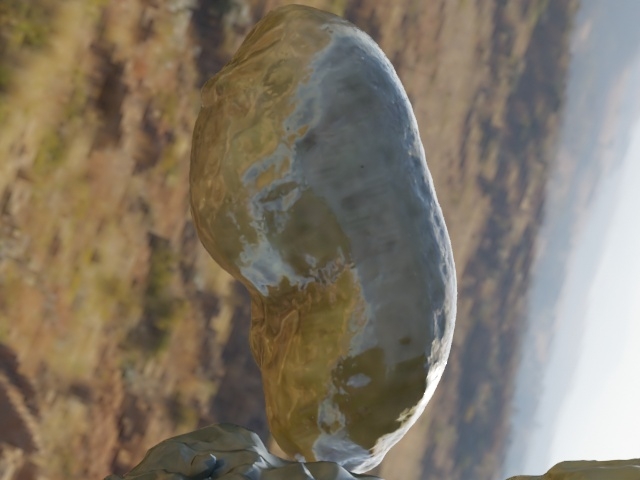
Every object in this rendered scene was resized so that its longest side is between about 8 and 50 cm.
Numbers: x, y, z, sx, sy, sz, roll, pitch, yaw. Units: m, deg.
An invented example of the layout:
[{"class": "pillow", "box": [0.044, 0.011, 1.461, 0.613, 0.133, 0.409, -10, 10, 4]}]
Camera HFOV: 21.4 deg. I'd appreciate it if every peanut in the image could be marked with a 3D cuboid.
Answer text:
[{"class": "peanut", "box": [0.000, 0.000, 0.915, 0.137, 0.253, 0.122, -20, -176, -27]}]

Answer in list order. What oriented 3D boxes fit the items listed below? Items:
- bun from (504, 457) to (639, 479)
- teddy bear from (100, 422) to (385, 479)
[{"class": "bun", "box": [0.207, 0.210, 0.812, 0.364, 0.364, 0.202, -21, 126, -74]}, {"class": "teddy bear", "box": [0.080, 0.258, 0.550, 0.224, 0.357, 0.367, 16, 80, -57]}]
